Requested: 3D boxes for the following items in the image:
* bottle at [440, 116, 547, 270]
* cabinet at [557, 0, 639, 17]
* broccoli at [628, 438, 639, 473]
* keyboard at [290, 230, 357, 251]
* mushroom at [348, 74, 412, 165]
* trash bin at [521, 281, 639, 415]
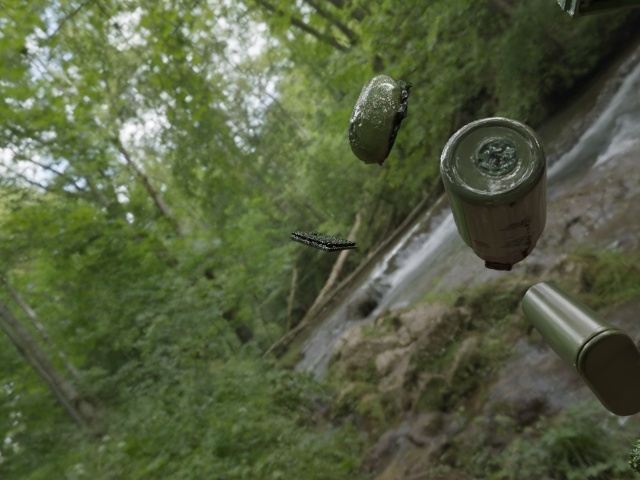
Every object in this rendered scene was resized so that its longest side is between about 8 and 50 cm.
[{"bbox_3d":[0.211,-0.041,0.762,0.110,0.110,0.233,-48,-29,-5],"label":"bottle"},{"bbox_3d":[0.447,-0.488,1.043,0.145,0.150,0.206,80,-177,-49],"label":"cabinet"},{"bbox_3d":[0.929,0.554,1.648,0.249,0.302,0.375,-49,-6,16],"label":"broccoli"},{"bbox_3d":[0.000,0.000,1.959,0.106,0.027,0.317,-6,9,-23],"label":"keyboard"},{"bbox_3d":[0.138,-0.307,1.639,0.247,0.130,0.344,-60,3,32],"label":"mushroom"},{"bbox_3d":[0.566,0.223,1.377,0.121,0.243,0.247,-41,28,4],"label":"trash bin"}]
